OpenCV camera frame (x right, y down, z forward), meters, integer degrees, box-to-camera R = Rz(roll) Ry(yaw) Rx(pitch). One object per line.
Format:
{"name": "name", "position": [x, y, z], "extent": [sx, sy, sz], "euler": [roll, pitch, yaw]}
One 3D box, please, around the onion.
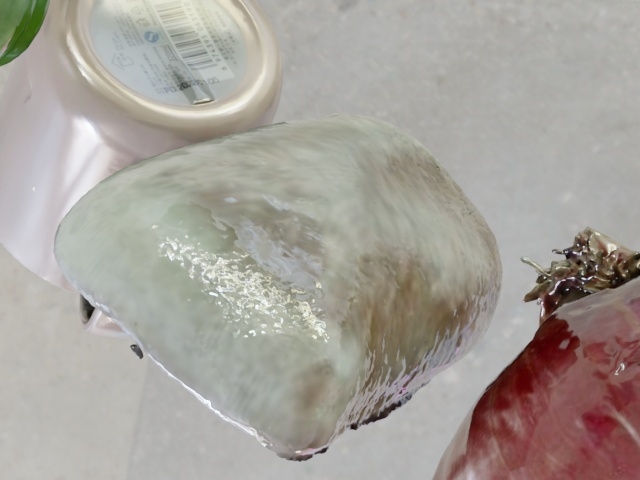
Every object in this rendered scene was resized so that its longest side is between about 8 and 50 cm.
{"name": "onion", "position": [0.198, 0.115, 0.732], "extent": [0.347, 0.285, 0.347], "euler": [-16, 144, -12]}

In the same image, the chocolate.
{"name": "chocolate", "position": [0.000, 0.000, 0.743], "extent": [0.100, 0.185, 0.303], "euler": [-57, 164, 26]}

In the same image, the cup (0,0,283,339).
{"name": "cup", "position": [-0.133, -0.061, 0.972], "extent": [0.191, 0.253, 0.200], "euler": [11, 146, -18]}

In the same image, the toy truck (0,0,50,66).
{"name": "toy truck", "position": [-0.159, -0.164, 0.405], "extent": [0.187, 0.210, 0.148], "euler": [-46, 153, 27]}
